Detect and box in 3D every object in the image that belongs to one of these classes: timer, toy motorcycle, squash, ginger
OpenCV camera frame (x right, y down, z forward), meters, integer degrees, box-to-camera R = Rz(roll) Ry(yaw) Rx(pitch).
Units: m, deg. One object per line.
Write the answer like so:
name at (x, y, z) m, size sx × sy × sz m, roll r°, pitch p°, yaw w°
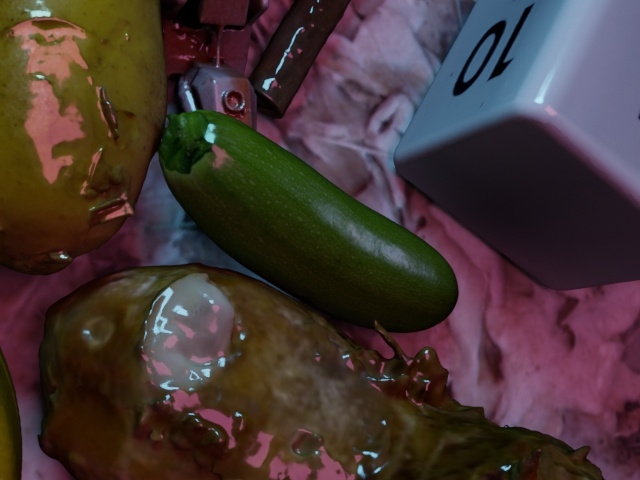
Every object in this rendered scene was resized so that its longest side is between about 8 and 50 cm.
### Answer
timer at (0.205, -0.097, 0.822) m, size 0.194 × 0.192 × 0.195 m, roll 37°, pitch 68°, yaw -17°
toy motorcycle at (-0.072, -0.149, 0.736) m, size 0.084 × 0.118 × 0.213 m, roll -1°, pitch 83°, yaw -26°
squash at (0.000, 0.002, 0.733) m, size 0.292 × 0.082 × 0.082 m, roll 30°, pitch 69°, yaw -44°
ginger at (0.022, 0.141, 0.679) m, size 0.418 × 0.254 × 0.176 m, roll 39°, pitch 45°, yaw -9°

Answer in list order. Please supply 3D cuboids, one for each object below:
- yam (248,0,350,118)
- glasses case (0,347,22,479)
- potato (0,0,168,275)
yam at (0.034, -0.231, 0.845) m, size 0.045 × 0.045 × 0.327 m, roll 25°, pitch 70°, yaw 15°
glasses case at (-0.294, 0.035, 0.589) m, size 0.173 × 0.141 × 0.371 m, roll -37°, pitch 99°, yaw -10°
potato at (-0.181, -0.127, 0.669) m, size 0.172 × 0.140 × 0.300 m, roll -7°, pitch 80°, yaw -20°
